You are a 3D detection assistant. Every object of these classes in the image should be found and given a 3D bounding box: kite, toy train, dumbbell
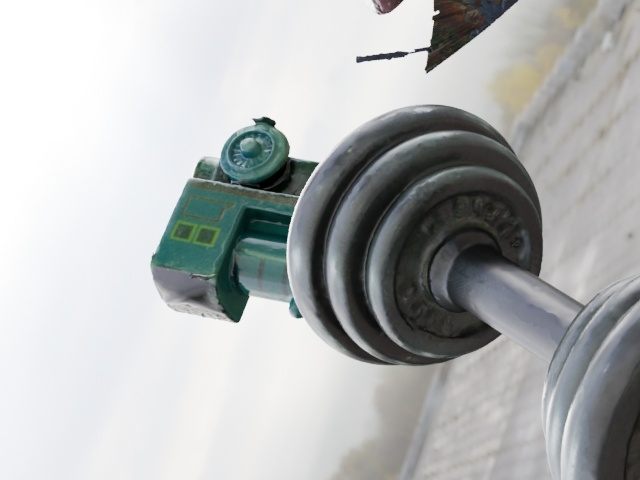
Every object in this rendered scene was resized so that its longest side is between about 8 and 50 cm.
[{"bbox_3d":[0.103,-0.213,1.175,0.010,0.160,0.183,-105,14,-53],"label":"kite"},{"bbox_3d":[0.000,0.000,1.418,0.120,0.298,0.194,71,-145,-54],"label":"toy train"},{"bbox_3d":[0.126,0.044,0.848,0.406,0.179,0.179,35,109,55],"label":"dumbbell"}]

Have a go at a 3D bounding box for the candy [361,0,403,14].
[{"bbox_3d":[0.049,-0.286,1.574,0.043,0.103,0.103,-37,-2,-2],"label":"candy"}]
